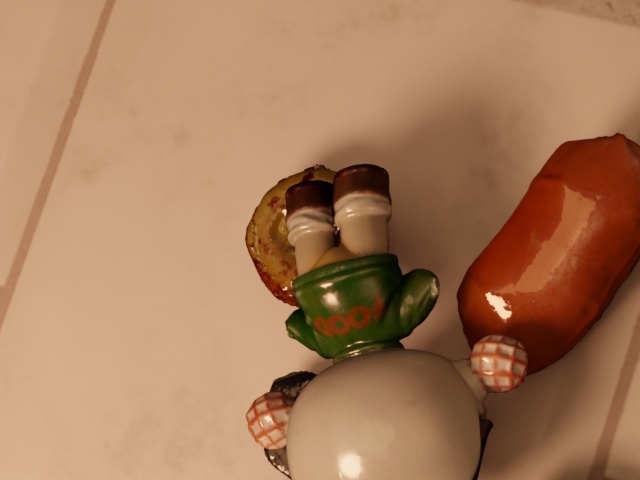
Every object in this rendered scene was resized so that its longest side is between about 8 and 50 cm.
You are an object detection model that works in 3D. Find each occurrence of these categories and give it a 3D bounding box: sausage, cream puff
[{"bbox_3d":[0.229,0.017,1.664,0.133,0.133,0.258,37,95,21],"label":"sausage"},{"bbox_3d":[0.000,0.000,1.763,0.149,0.084,0.149,-4,73,14],"label":"cream puff"}]

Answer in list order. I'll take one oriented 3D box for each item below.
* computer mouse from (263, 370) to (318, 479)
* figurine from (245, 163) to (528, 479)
[{"bbox_3d":[0.016,0.211,1.722,0.106,0.062,0.192,-42,75,4],"label":"computer mouse"},{"bbox_3d":[0.047,0.117,1.613,0.281,0.167,0.370,-16,73,20],"label":"figurine"}]
